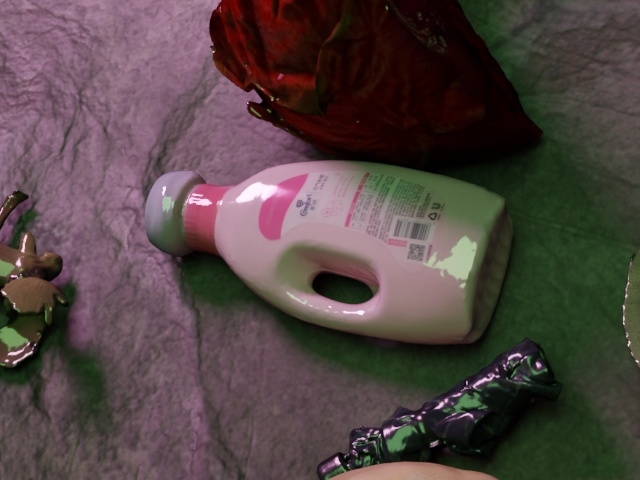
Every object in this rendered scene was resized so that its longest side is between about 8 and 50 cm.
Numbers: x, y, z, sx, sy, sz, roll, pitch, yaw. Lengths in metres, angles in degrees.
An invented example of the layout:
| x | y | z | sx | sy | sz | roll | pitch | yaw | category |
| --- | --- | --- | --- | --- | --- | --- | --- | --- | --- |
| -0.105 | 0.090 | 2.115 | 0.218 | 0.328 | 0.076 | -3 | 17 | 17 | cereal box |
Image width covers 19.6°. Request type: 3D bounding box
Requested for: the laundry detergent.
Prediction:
| x | y | z | sx | sy | sz | roll | pitch | yaw | category |
| --- | --- | --- | --- | --- | --- | --- | --- | --- | --- |
| 0.000 | 0.000 | 1.683 | 0.335 | 0.088 | 0.159 | 9 | 72 | 24 | laundry detergent |

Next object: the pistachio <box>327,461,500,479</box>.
| x | y | z | sx | sy | sz | roll | pitch | yaw | category |
| --- | --- | --- | --- | --- | --- | --- | --- | --- | --- |
| 0.072 | 0.283 | 1.422 | 0.309 | 0.230 | 0.229 | -24 | 47 | 57 | pistachio |

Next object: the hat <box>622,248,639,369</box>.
| x | y | z | sx | sy | sz | roll | pitch | yaw | category |
| --- | --- | --- | --- | --- | --- | --- | --- | --- | --- |
| 0.376 | 0.069 | 1.510 | 0.252 | 0.110 | 0.252 | -13 | 55 | 19 | hat |

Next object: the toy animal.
| x | y | z | sx | sy | sz | roll | pitch | yaw | category |
| --- | --- | --- | --- | --- | --- | --- | --- | --- | --- |
| -0.326 | 0.028 | 1.785 | 0.214 | 0.094 | 0.186 | -7 | 58 | 23 | toy animal |

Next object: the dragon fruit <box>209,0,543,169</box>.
| x | y | z | sx | sy | sz | roll | pitch | yaw | category |
| --- | --- | --- | --- | --- | --- | --- | --- | --- | --- |
| 0.017 | -0.216 | 1.643 | 0.302 | 0.330 | 0.240 | -4 | 64 | 20 | dragon fruit |

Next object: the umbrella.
| x | y | z | sx | sy | sz | roll | pitch | yaw | category |
| --- | --- | --- | --- | --- | --- | --- | --- | --- | --- |
| 0.102 | 0.164 | 1.584 | 0.224 | 0.080 | 0.071 | -28 | 94 | 7 | umbrella |
